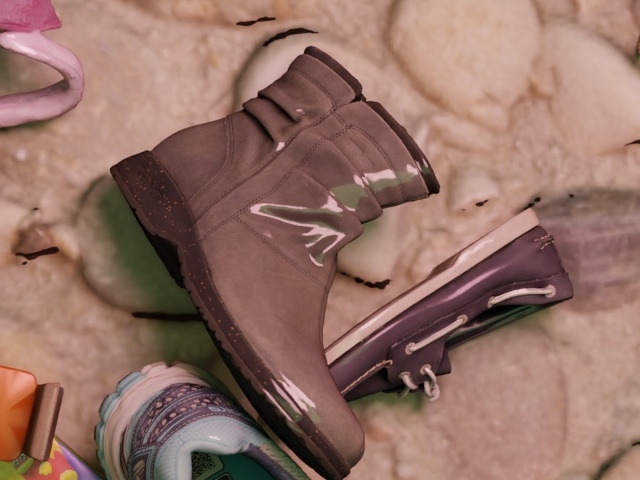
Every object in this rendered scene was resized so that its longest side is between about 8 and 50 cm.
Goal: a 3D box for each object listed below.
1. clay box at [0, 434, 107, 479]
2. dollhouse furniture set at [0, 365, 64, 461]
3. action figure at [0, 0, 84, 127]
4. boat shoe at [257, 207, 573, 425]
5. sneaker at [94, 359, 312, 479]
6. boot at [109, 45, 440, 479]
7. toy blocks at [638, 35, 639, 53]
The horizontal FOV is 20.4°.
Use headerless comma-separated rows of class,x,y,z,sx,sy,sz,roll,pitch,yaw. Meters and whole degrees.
clay box,-0.240,0.116,1.005,0.222,0.053,0.127,41,82,-4
dollhouse furniture set,-0.259,0.054,0.911,0.262,0.135,0.259,13,82,-8
action figure,-0.259,-0.184,0.859,0.248,0.370,0.275,-17,89,-8
boat shoe,0.059,0.061,1.035,0.206,0.075,0.065,-35,88,-12
sneaker,-0.018,0.196,0.976,0.110,0.122,0.283,-43,109,-10
boot,0.000,0.000,0.983,0.161,0.083,0.246,-31,59,-6
toy blocks,0.284,-0.139,1.084,0.148,0.054,0.123,24,85,-5
